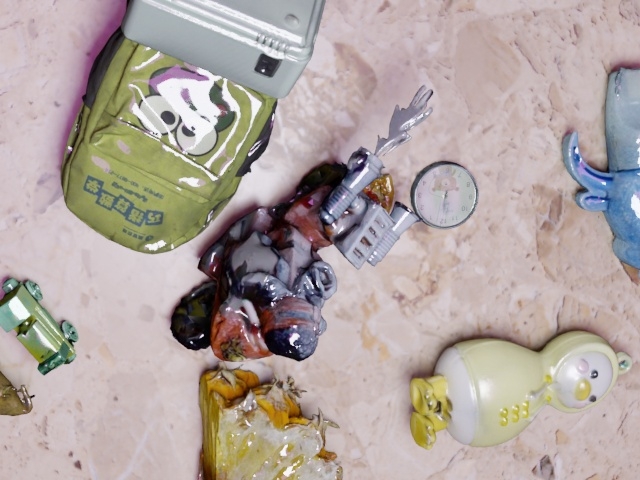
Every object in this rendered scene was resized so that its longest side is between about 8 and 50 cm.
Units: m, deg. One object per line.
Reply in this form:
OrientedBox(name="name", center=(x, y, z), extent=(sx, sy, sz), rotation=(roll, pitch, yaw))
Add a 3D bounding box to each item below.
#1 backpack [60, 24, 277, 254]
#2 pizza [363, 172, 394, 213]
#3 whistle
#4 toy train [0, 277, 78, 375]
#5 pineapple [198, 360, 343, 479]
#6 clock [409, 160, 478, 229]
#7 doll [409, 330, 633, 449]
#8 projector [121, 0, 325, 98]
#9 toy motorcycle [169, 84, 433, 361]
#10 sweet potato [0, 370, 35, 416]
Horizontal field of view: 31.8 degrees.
OrientedBox(name="backpack", center=(-0.173, -0.114, 1.238), extent=(0.207, 0.140, 0.253), rotation=(27, 104, -12))
OrientedBox(name="pizza", center=(0.049, -0.044, 1.343), extent=(0.078, 0.025, 0.083), rotation=(12, 99, -13))
OrientedBox(name="whistle", center=(0.389, -0.078, 1.371), extent=(0.180, 0.093, 0.269), rotation=(-8, 96, -9))
OrientedBox(name="toy train", center=(-0.323, 0.097, 1.280), extent=(0.050, 0.081, 0.122), rotation=(-35, 105, 5))
OrientedBox(name="pineapple", center=(-0.072, 0.259, 1.341), extent=(0.186, 0.114, 0.236), rotation=(-41, 108, 0))
OrientedBox(name="clock", center=(0.151, -0.054, 1.363), extent=(0.085, 0.017, 0.085), rotation=(-2, 102, -10))
OrientedBox(name="doll", center=(0.250, 0.178, 1.376), extent=(0.296, 0.117, 0.141), rotation=(-9, 112, -8))
OrientedBox(name="projector", center=(-0.083, -0.297, 1.165), extent=(0.192, 0.099, 0.257), rotation=(20, 59, -12))
OrientedBox(name="toy motorcycle", center=(0.000, 0.000, 1.254), extent=(0.401, 0.207, 0.134), rotation=(-45, 126, 0))
OrientedBox(name="sweet potato", center=(-0.458, 0.029, 1.220), extent=(0.130, 0.130, 0.423), rotation=(-25, 108, -4))
